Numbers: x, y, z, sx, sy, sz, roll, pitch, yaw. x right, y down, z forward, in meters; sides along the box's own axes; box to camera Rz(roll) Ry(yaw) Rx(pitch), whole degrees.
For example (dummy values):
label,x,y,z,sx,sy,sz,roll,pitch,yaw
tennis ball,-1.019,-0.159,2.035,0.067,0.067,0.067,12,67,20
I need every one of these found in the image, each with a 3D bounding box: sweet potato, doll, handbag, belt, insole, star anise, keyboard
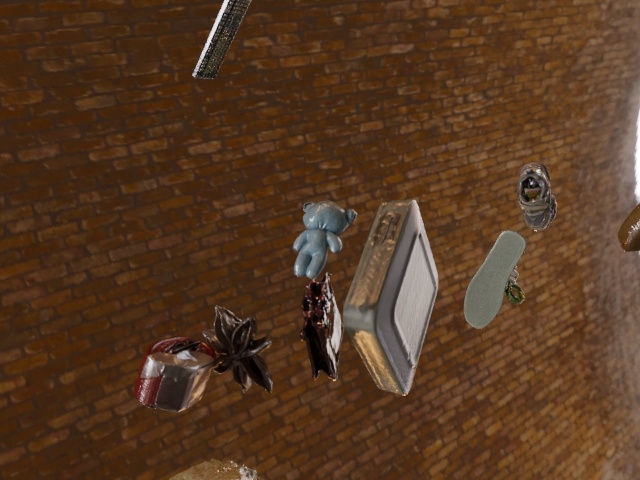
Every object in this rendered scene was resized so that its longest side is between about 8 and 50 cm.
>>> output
label,x,y,z,sx,sy,sz,roll,pitch,yaw
sweet potato,0.570,-0.071,0.967,0.077,0.077,0.244,5,-39,-36
doll,0.001,0.001,1.297,0.075,0.120,0.180,59,-134,-68
handbag,0.000,0.209,1.514,0.073,0.203,0.216,-6,-51,10
belt,-0.303,0.270,1.308,0.201,0.128,0.124,-13,-57,-74
insole,0.232,0.055,0.831,0.002,0.053,0.153,-29,-35,-57
star anise,-0.187,0.241,1.383,0.073,0.196,0.212,-37,-44,-51
keyboard,-0.186,-0.378,1.158,0.055,0.014,0.176,-15,-34,-51

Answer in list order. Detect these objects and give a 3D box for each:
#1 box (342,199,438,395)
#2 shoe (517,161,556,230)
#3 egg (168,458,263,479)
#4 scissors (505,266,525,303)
label,x,y,z,sx,sy,sz,roll,pitch,yaw
box,0.201,0.149,1.605,0.396,0.111,0.397,-67,-32,-32
shoe,0.555,-0.112,1.594,0.092,0.089,0.180,-17,-80,-64
egg,-0.104,0.249,0.522,0.118,0.116,0.140,35,-79,-27
scissors,0.506,0.090,1.656,0.027,0.101,0.204,-53,1,35
